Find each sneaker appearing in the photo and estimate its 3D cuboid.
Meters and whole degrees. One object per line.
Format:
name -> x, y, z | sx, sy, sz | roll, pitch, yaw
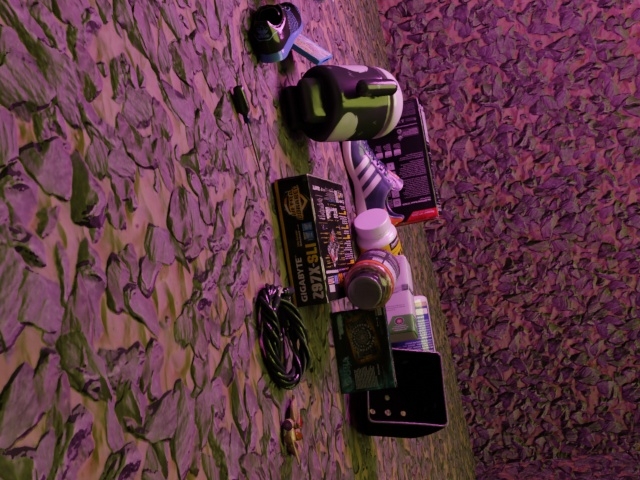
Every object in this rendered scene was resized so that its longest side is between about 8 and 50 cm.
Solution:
sneaker -> -0.089, -0.460, 1.599 | 0.232, 0.081, 0.090 | -81, 163, -50
sneaker -> 0.161, -0.201, 2.248 | 0.131, 0.148, 0.350 | -57, 134, -70

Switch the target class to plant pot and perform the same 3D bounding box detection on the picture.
plant pot -> 0.183, 0.378, 1.830 | 0.167, 0.188, 0.187 | 107, -14, -54

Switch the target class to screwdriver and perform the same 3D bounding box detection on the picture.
screwdriver -> -0.130, -0.201, 1.393 | 0.025, 0.024, 0.170 | -130, -157, -54

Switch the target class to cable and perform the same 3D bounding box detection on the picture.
cable -> -0.061, 0.165, 1.328 | 0.150, 0.047, 0.184 | 33, 49, -71

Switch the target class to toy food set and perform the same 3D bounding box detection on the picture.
toy food set -> -0.048, 0.329, 1.325 | 0.122, 0.019, 0.078 | -83, 159, -71

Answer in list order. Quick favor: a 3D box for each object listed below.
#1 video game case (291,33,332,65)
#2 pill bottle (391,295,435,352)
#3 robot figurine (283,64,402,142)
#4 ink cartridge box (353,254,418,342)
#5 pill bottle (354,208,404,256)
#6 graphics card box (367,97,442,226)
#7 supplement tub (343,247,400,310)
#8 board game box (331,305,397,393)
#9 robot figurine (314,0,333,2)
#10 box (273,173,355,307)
video game case -> -0.037, -0.448, 1.771 | 0.119, 0.015, 0.166 | 33, 20, -1
pill bottle -> 0.256, 0.302, 2.249 | 0.153, 0.153, 0.264 | 20, 60, -74
robot figurine -> 0.055, -0.311, 1.731 | 0.209, 0.278, 0.173 | 44, -49, 42
ink cartridge box -> 0.167, 0.157, 2.005 | 0.087, 0.153, 0.208 | 52, 32, -63
pill bottle -> 0.170, 0.021, 2.186 | 0.119, 0.119, 0.208 | -82, 156, -52
graphics card box -> 0.225, -0.228, 2.349 | 0.094, 0.233, 0.371 | -6, 85, -72
supplement tub -> 0.107, 0.085, 1.620 | 0.198, 0.106, 0.106 | -43, 121, -73
board game box -> 0.097, 0.244, 1.726 | 0.026, 0.126, 0.186 | 27, 55, -72
robot figurine -> -0.045, -0.662, 1.671 | 0.353, 0.200, 0.300 | 45, 31, -66
box -> 0.000, 0.000, 1.627 | 0.322, 0.079, 0.257 | -4, 86, -76
